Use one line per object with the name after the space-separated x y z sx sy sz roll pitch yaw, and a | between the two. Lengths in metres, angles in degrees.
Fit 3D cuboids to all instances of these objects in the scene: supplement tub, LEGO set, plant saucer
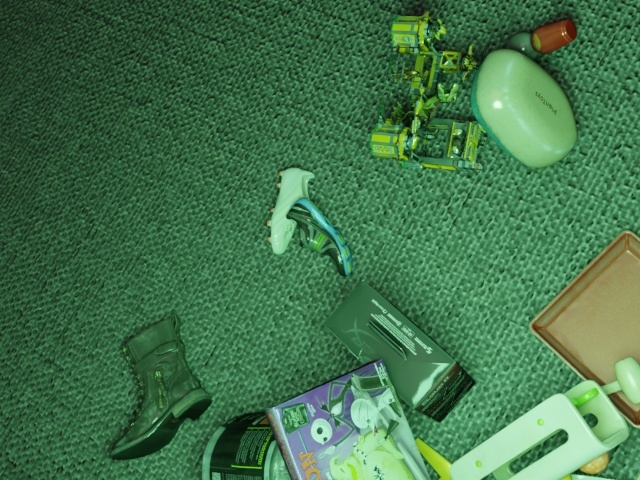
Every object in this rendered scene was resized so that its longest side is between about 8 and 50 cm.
-0.047 0.402 1.402 0.338 0.207 0.207 -17 63 53 | supplement tub
0.242 -0.273 1.567 0.192 0.255 0.331 9 78 25 | LEGO set
0.557 0.156 1.438 0.258 0.048 0.259 -45 65 1 | plant saucer

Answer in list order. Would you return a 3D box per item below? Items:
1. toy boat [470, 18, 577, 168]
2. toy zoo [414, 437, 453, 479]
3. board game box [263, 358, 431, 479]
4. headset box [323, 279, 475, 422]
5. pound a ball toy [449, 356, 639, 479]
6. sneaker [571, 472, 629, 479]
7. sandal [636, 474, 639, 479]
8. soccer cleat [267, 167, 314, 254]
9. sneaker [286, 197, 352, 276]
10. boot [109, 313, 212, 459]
0.397 -0.292 1.560 0.148 0.267 0.318 -12 48 49 | toy boat
0.170 0.501 1.470 0.293 0.030 0.192 -44 65 2 | toy zoo
0.070 0.380 1.232 0.208 0.056 0.346 -20 85 -25 | board game box
0.144 0.200 1.428 0.218 0.293 0.110 41 89 25 | headset box
0.404 0.342 1.348 0.319 0.208 0.135 -46 64 33 | pound a ball toy
0.471 0.442 1.372 0.161 0.057 0.075 3 69 17 | sneaker
0.606 0.323 1.315 0.265 0.076 0.102 -46 34 -14 | sandal
-0.062 -0.064 1.706 0.076 0.068 0.196 5 72 17 | soccer cleat
0.000 0.000 1.653 0.078 0.067 0.188 -40 81 10 | sneaker
-0.363 0.308 1.691 0.263 0.091 0.229 -36 60 1 | boot
